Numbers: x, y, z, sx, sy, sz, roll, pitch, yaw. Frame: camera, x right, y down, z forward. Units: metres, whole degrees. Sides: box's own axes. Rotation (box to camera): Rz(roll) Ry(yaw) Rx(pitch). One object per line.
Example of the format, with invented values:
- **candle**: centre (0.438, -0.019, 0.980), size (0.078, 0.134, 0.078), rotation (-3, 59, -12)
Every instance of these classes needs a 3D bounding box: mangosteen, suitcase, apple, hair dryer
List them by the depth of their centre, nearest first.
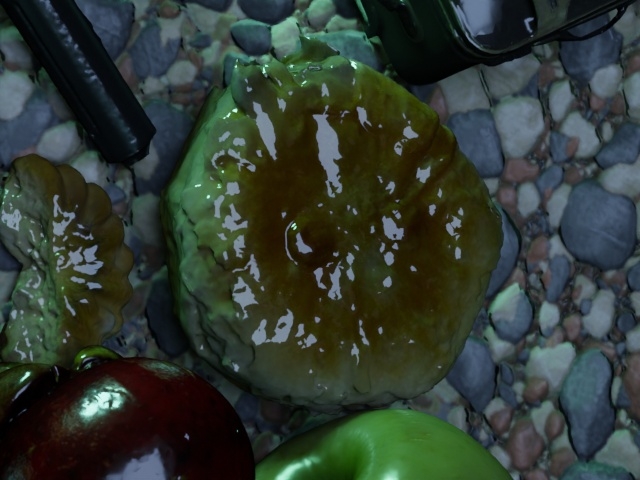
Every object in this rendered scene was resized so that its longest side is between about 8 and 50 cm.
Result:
- **mangosteen**: centre (-0.176, 0.176, 1.373), size (0.257, 0.215, 0.215), rotation (32, 62, 29)
- **apple**: centre (0.055, 0.274, 1.455), size (0.279, 0.279, 0.279), rotation (4, 81, -26)
- **hair dryer**: centre (-0.198, -0.218, 1.494), size (0.244, 0.116, 0.302), rotation (-40, 112, -25)
- **suitcase**: centre (0.211, -0.324, 1.648), size (0.434, 0.194, 0.283), rotation (-26, 94, -25)

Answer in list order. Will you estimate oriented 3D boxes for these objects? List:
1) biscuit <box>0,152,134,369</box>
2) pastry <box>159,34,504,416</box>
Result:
- **biscuit**: centre (-0.206, 0.018, 1.469), size (0.118, 0.061, 0.183), rotation (-2, 83, -28)
- **pastry**: centre (0.000, 0.000, 1.528), size (0.329, 0.136, 0.330), rotation (4, 82, -27)
